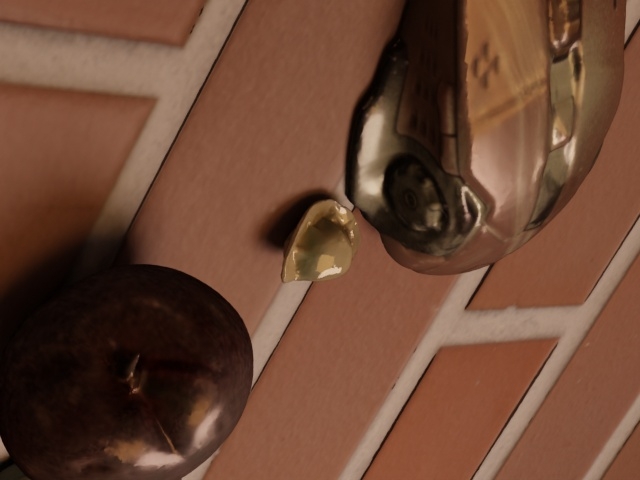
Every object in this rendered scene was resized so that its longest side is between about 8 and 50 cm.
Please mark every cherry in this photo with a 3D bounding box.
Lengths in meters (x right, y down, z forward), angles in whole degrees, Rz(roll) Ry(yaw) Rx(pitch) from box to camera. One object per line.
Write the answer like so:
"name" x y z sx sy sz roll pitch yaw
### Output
"cherry" -0.122 0.091 1.241 0.176 0.140 0.176 -35 171 -6

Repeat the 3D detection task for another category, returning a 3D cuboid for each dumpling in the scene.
"dumpling" 0.000 -0.001 1.378 0.077 0.043 0.059 -11 119 -23

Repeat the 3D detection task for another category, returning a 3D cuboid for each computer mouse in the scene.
"computer mouse" 0.138 -0.111 1.352 0.199 0.115 0.389 -28 145 -35

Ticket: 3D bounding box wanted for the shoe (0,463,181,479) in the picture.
"shoe" -0.161 0.195 1.367 0.195 0.078 0.079 -9 133 -51
